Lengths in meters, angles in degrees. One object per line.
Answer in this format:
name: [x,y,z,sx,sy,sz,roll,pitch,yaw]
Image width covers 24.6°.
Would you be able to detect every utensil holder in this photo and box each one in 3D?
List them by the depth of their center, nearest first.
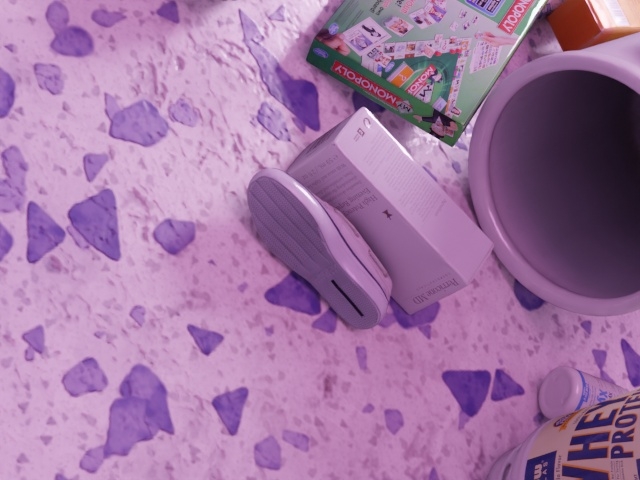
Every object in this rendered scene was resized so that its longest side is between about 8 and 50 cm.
utensil holder: [0.433,-0.116,1.891,0.385,0.327,0.328,-23,85,-44]

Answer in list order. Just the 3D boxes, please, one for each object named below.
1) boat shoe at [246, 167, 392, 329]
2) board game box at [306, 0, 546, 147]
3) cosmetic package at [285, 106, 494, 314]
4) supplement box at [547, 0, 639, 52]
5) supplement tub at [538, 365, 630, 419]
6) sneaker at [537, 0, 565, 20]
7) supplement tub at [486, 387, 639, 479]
boat shoe: [0.000,0.000,1.669,0.226,0.083,0.076,55,35,-20]
board game box: [0.147,-0.279,1.867,0.213,0.046,0.317,32,52,5]
cosmetic package: [0.077,-0.031,1.709,0.231,0.117,0.085,46,50,-10]
supplement box: [0.430,-0.304,2.063,0.233,0.078,0.080,-6,65,-40]
supplement tub: [0.332,0.202,1.830,0.107,0.071,0.071,21,58,-29]
sneaker: [0.326,-0.368,2.052,0.296,0.131,0.112,-15,81,-40]
supplement tub: [0.361,0.287,1.641,0.235,0.325,0.235,17,60,-32]
